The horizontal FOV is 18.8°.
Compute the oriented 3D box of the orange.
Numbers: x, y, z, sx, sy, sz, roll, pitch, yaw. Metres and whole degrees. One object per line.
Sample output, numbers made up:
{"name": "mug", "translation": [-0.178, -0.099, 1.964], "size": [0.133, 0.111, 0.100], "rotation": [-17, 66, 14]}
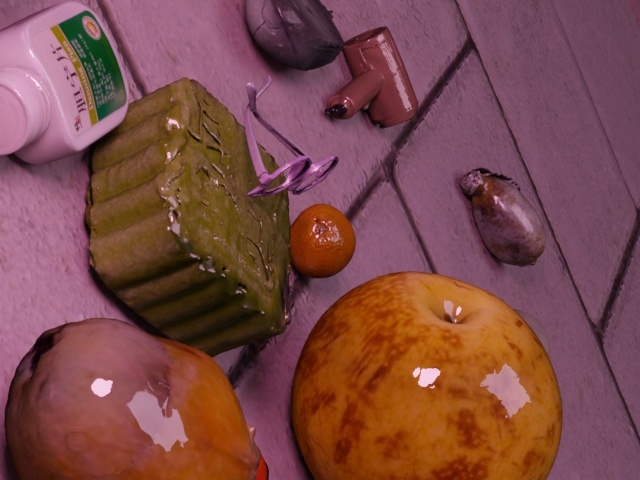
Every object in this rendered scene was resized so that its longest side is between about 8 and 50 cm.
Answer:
{"name": "orange", "translation": [0.000, 0.000, 2.034], "size": [0.085, 0.085, 0.085], "rotation": [46, 35, -46]}

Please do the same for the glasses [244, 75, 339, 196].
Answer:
{"name": "glasses", "translation": [-0.047, -0.095, 1.775], "size": [0.104, 0.062, 0.140], "rotation": [53, 20, 10]}

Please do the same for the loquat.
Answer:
{"name": "loquat", "translation": [-0.146, 0.153, 1.487], "size": [0.227, 0.179, 0.179], "rotation": [40, 39, -51]}

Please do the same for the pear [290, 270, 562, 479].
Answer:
{"name": "pear", "translation": [0.105, 0.173, 1.916], "size": [0.281, 0.280, 0.281], "rotation": [46, 35, -46]}

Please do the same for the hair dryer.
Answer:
{"name": "hair dryer", "translation": [0.050, -0.174, 2.297], "size": [0.181, 0.064, 0.117], "rotation": [-43, 115, -56]}

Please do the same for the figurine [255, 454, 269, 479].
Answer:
{"name": "figurine", "translation": [-0.074, 0.239, 1.725], "size": [0.075, 0.068, 0.140], "rotation": [-7, 74, -63]}

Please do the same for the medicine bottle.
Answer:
{"name": "medicine bottle", "translation": [-0.233, -0.128, 1.623], "size": [0.119, 0.069, 0.183], "rotation": [70, 25, -12]}

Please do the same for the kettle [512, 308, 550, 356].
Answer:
{"name": "kettle", "translation": [0.209, 0.129, 2.379], "size": [0.148, 0.098, 0.127], "rotation": [-10, 88, -63]}

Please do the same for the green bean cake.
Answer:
{"name": "green bean cake", "translation": [-0.115, -0.016, 1.747], "size": [0.214, 0.113, 0.200], "rotation": [47, 35, -43]}

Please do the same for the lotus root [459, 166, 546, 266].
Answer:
{"name": "lotus root", "translation": [0.248, -0.034, 2.599], "size": [0.165, 0.088, 0.088], "rotation": [55, 27, -14]}

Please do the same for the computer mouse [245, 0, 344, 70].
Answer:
{"name": "computer mouse", "translation": [-0.037, -0.240, 2.136], "size": [0.113, 0.068, 0.229], "rotation": [60, 13, 3]}
